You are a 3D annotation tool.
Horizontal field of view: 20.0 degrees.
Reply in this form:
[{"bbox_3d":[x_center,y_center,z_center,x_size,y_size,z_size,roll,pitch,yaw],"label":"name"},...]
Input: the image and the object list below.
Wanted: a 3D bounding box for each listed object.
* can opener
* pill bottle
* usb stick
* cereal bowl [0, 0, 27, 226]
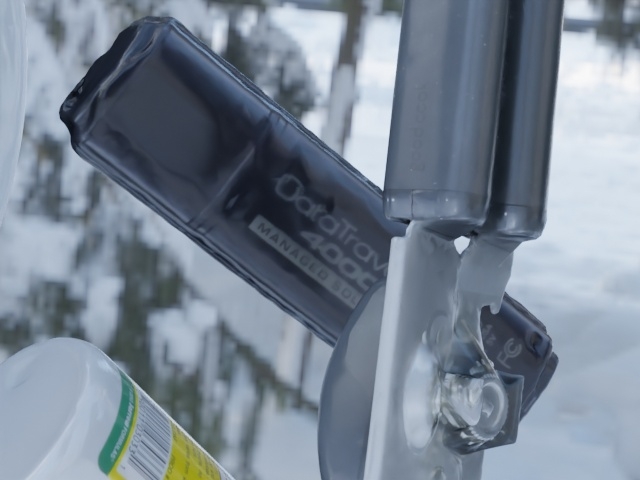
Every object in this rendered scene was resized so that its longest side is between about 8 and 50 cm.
[{"bbox_3d":[0.041,-0.026,0.750,0.095,0.283,0.076,1,-7,41],"label":"can opener"},{"bbox_3d":[-0.085,0.152,0.868,0.208,0.117,0.117,48,-17,-30],"label":"pill bottle"},{"bbox_3d":[0.000,0.000,0.872,0.278,0.077,0.045,38,-3,-20],"label":"usb stick"},{"bbox_3d":[-0.295,-0.074,0.923,0.141,0.339,0.339,10,9,23],"label":"cereal bowl"}]
